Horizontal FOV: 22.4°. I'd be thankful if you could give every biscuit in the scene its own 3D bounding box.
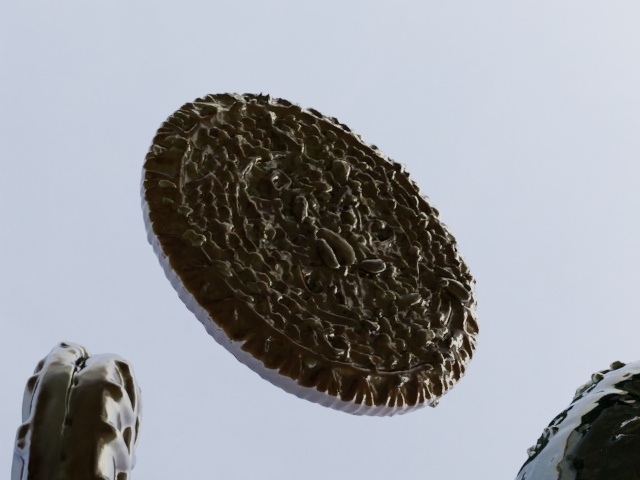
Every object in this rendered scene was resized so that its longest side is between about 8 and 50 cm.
[{"bbox_3d":[0.000,0.000,1.226,0.305,0.038,0.305,24,-140,-21],"label":"biscuit"},{"bbox_3d":[-0.236,0.296,1.571,0.115,0.366,0.268,0,-169,0],"label":"biscuit"}]

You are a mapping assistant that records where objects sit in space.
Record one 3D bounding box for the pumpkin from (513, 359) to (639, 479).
[{"bbox_3d":[0.174,0.135,0.720,0.190,0.146,0.190,14,-154,-7],"label":"pumpkin"}]
